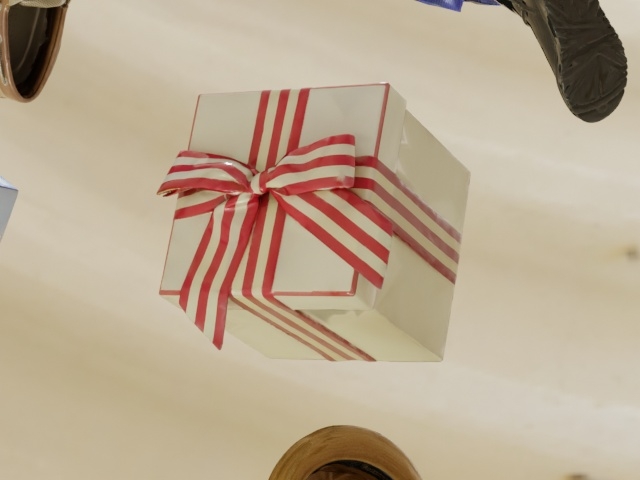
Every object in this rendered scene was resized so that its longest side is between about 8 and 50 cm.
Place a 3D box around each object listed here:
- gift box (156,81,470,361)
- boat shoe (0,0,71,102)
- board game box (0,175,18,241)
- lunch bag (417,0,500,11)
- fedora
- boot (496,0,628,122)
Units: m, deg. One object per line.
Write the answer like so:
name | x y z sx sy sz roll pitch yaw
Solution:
gift box | 0.000 0.000 1.861 0.258 0.255 0.276 39 -129 -54
boat shoe | -0.327 -0.307 2.100 0.123 0.116 0.324 -14 -53 -41
board game box | -0.489 -0.103 1.677 0.318 0.318 0.066 11 -74 -45
lunch bag | 0.023 -0.378 1.472 0.385 0.239 0.328 9 -90 -34
fedora | 0.015 0.268 1.731 0.194 0.079 0.194 9 -107 -32
boot | 0.131 -0.137 1.092 0.045 0.099 0.121 -33 -55 -9
